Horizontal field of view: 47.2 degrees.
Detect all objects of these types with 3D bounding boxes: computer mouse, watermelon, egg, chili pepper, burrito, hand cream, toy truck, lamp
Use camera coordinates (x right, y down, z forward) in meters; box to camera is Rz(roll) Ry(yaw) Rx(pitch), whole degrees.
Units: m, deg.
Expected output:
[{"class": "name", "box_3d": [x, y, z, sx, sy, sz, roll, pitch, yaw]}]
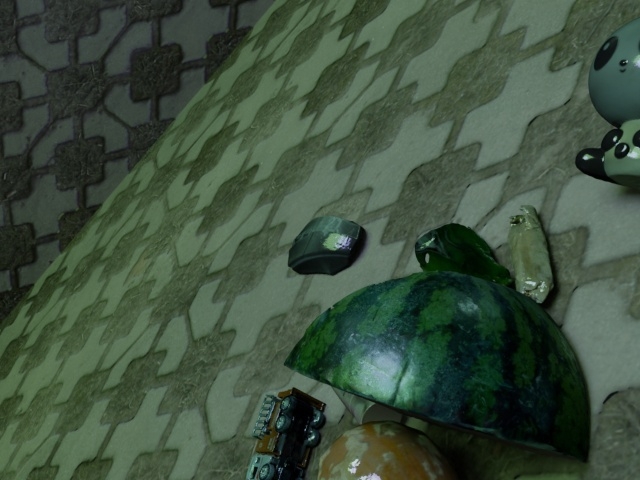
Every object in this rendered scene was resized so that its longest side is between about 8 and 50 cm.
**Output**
[{"class": "computer mouse", "box_3d": [-0.003, 0.001, 1.513, 0.231, 0.071, 0.126, -3, 57, 53]}, {"class": "watermelon", "box_3d": [0.163, 0.138, 0.982, 0.319, 0.292, 0.222, -6, 59, 62]}, {"class": "egg", "box_3d": [0.091, 0.338, 0.951, 0.233, 0.195, 0.194, 19, 75, 56]}, {"class": "chili pepper", "box_3d": [0.237, 0.033, 1.177, 0.108, 0.062, 0.216, -54, 33, 1]}, {"class": "burrito", "box_3d": [0.312, 0.022, 1.099, 0.058, 0.045, 0.188, -31, 38, 32]}, {"class": "hand cream", "box_3d": [0.047, 0.215, 1.249, 0.111, 0.070, 0.312, -54, 27, 5]}, {"class": "toy truck", "box_3d": [-0.071, 0.351, 1.260, 0.115, 0.080, 0.177, -20, 44, 50]}, {"class": "lamp", "box_3d": [0.457, -0.193, 0.999, 0.198, 0.198, 0.243, 8, 75, 55]}]
